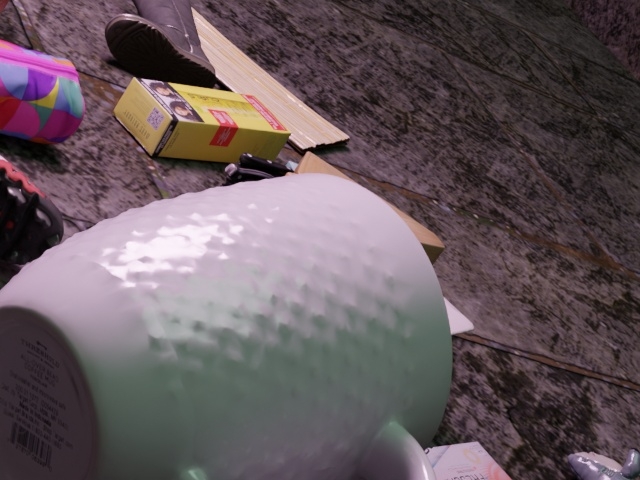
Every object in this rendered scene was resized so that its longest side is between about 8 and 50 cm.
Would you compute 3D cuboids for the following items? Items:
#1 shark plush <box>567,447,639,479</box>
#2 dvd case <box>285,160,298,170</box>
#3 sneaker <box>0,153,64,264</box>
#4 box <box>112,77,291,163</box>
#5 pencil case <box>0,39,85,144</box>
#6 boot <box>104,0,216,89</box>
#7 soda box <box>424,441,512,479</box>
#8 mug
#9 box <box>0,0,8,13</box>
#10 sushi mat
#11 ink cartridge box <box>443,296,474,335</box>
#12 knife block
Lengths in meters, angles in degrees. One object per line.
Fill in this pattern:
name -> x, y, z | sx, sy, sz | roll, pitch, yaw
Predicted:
shark plush -> 0.325, 0.304, 1.914 | 0.067, 0.073, 0.161 | 4, 54, -20
dvd case -> 0.016, -0.058, 2.225 | 0.119, 0.013, 0.087 | 22, 25, -33
sneaker -> -0.355, -0.079, 1.602 | 0.276, 0.098, 0.135 | 30, 24, -10
box -> -0.141, -0.142, 2.105 | 0.087, 0.058, 0.232 | 47, 24, 29
pencil case -> -0.356, -0.166, 1.787 | 0.236, 0.104, 0.104 | 12, 31, -46
boot -> -0.222, -0.295, 2.258 | 0.189, 0.076, 0.208 | 34, 30, -43
soda box -> 0.111, 0.241, 1.678 | 0.063, 0.058, 0.183 | 47, 24, 27
mug -> -0.071, 0.128, 1.333 | 0.328, 0.276, 0.374 | -12, 44, -46
box -> -0.390, -0.398, 1.940 | 0.142, 0.300, 0.154 | 44, 24, 22
sushi mat -> -0.106, -0.227, 2.392 | 0.316, 0.019, 0.151 | 41, 23, 13
ink cartridge box -> -0.012, 0.089, 1.730 | 0.207, 0.119, 0.353 | 43, 23, 19
knife block -> 0.000, 0.000, 1.979 | 0.275, 0.088, 0.242 | 34, 22, -5
